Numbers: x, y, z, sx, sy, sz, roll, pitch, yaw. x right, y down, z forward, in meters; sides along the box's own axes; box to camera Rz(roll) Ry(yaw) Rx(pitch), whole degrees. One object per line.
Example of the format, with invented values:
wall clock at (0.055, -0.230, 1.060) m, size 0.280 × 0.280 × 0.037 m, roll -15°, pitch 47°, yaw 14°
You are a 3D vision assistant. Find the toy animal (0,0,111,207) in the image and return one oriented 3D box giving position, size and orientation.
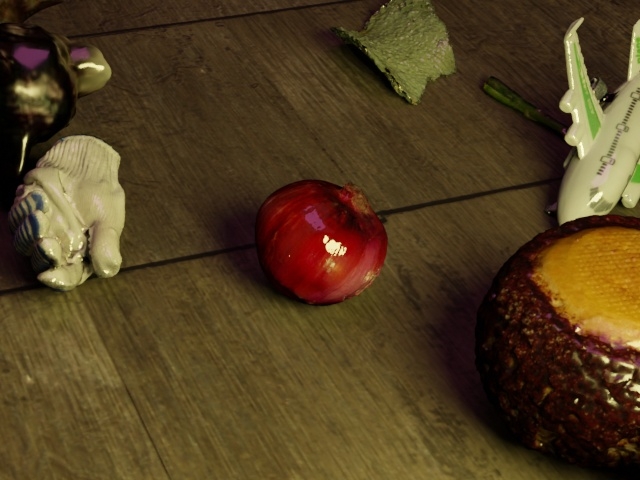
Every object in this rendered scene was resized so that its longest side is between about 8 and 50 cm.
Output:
toy animal at (-0.386, -0.147, 1.387) m, size 0.344 × 0.194 × 0.302 m, roll -9°, pitch 31°, yaw -13°

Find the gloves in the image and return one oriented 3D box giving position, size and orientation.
gloves at (-0.241, -0.022, 1.291) m, size 0.119 × 0.097 × 0.229 m, roll 6°, pitch 27°, yaw -3°

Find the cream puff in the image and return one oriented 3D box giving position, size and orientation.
cream puff at (0.244, 0.093, 1.103) m, size 0.239 × 0.164 × 0.239 m, roll 3°, pitch 35°, yaw -2°

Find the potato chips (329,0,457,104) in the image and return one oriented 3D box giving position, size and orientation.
potato chips at (0.096, -0.251, 1.689) m, size 0.167 × 0.059 × 0.228 m, roll 25°, pitch 34°, yaw 18°

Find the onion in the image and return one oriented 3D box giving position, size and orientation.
onion at (0.000, 0.000, 1.258) m, size 0.131 × 0.131 × 0.131 m, roll 2°, pitch 34°, yaw -2°

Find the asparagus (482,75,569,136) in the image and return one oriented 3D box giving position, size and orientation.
asparagus at (0.270, -0.136, 1.567) m, size 0.023 × 0.022 × 0.233 m, roll -5°, pitch 32°, yaw -39°

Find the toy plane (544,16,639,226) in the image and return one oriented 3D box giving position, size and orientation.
toy plane at (0.310, -0.103, 1.425) m, size 0.255 × 0.251 × 0.101 m, roll -55°, pitch 21°, yaw -21°
